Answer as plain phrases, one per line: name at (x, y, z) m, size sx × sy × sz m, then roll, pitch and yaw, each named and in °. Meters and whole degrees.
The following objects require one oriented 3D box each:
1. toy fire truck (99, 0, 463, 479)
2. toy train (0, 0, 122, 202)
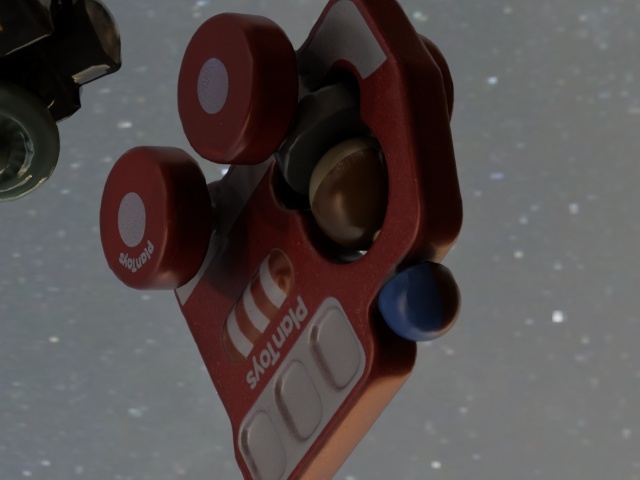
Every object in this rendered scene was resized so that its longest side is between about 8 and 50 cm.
toy fire truck at (0.000, 0.000, 1.196) m, size 0.169 × 0.302 × 0.254 m, roll 1°, pitch -132°, yaw -38°
toy train at (-0.283, -0.094, 0.997) m, size 0.142 × 0.333 × 0.190 m, roll -97°, pitch -16°, yaw -54°
